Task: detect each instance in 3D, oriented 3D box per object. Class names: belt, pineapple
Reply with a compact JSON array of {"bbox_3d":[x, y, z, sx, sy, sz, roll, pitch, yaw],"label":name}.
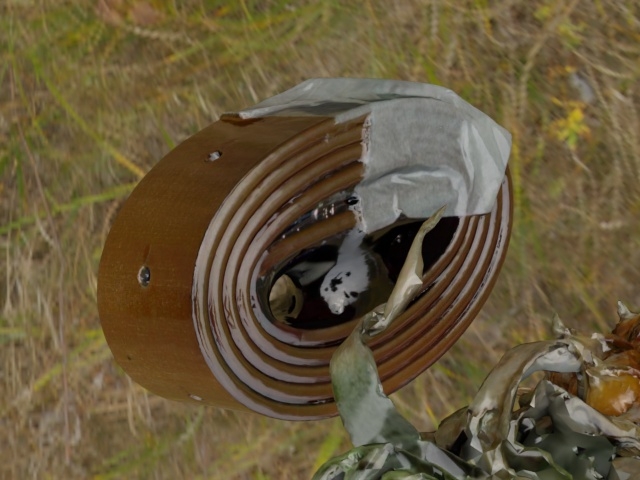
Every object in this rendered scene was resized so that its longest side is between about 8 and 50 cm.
[{"bbox_3d":[0.000,0.000,1.104,0.338,0.122,0.217,-28,111,-40],"label":"belt"},{"bbox_3d":[0.103,0.123,0.584,0.271,0.262,0.262,17,110,-54],"label":"pineapple"}]
